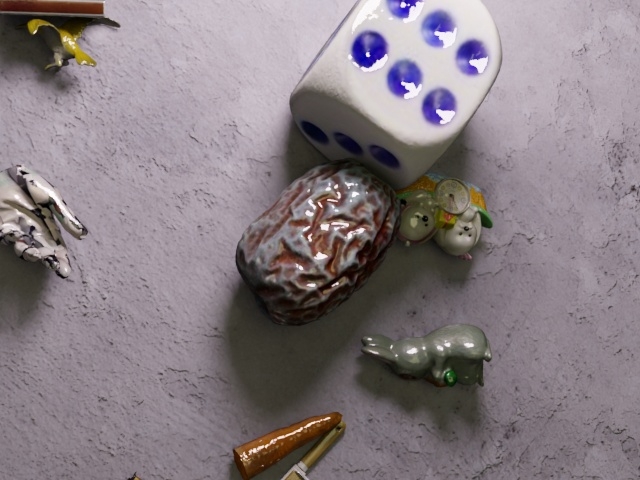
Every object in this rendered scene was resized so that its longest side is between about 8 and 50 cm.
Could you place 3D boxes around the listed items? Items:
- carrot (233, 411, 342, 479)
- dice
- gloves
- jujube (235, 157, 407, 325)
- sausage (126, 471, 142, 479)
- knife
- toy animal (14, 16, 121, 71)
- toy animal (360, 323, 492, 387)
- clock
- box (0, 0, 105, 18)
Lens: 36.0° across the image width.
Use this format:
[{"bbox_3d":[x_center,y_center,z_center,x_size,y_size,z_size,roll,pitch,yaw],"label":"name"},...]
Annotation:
[{"bbox_3d":[-0.052,0.355,1.761,0.210,0.061,0.061,-24,89,-18],"label":"carrot"},{"bbox_3d":[0.129,-0.287,1.754,0.277,0.304,0.304,38,76,-6],"label":"dice"},{"bbox_3d":[-0.487,-0.024,1.678,0.128,0.111,0.212,-25,86,-39],"label":"gloves"},{"bbox_3d":[0.000,0.000,1.731,0.317,0.226,0.226,-43,94,-11],"label":"jujube"},{"bbox_3d":[-0.196,0.534,1.696,0.371,0.082,0.082,38,76,-7],"label":"sausage"},{"bbox_3d":[-0.037,0.426,1.772,0.046,0.022,0.256,46,76,-8],"label":"knife"},{"bbox_3d":[-0.471,-0.344,1.730,0.155,0.219,0.095,-1,103,22],"label":"toy animal"},{"bbox_3d":[0.196,0.213,1.826,0.236,0.108,0.138,1,39,7],"label":"toy animal"},{"bbox_3d":[0.218,-0.046,1.850,0.231,0.103,0.144,13,72,-13],"label":"clock"},{"bbox_3d":[-0.468,-0.414,1.725,0.178,0.115,0.035,-1,111,-13],"label":"box"}]
